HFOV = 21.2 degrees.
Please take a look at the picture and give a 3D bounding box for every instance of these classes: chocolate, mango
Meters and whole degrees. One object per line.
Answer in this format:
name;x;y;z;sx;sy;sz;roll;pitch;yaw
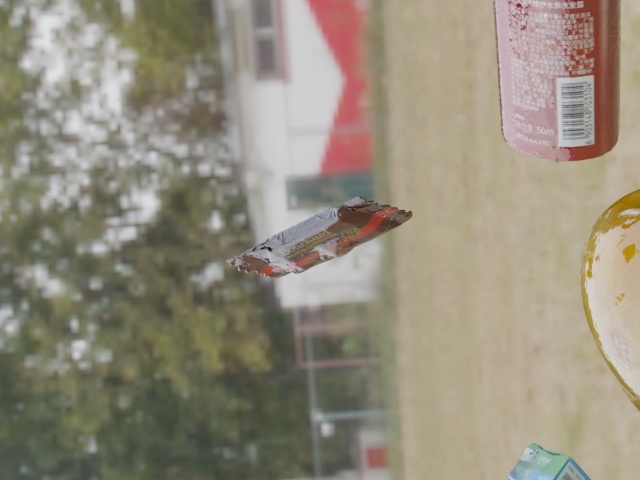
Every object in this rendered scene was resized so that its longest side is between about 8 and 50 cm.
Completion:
chocolate;0.000;0.000;1.609;0.086;0.182;0.028;18;-121;-46
mango;0.271;0.054;1.299;0.254;0.139;0.175;66;-164;-64

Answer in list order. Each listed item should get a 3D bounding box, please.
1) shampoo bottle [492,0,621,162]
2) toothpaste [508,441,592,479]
shampoo bottle;0.216;-0.202;1.562;0.314;0.118;0.076;78;-151;-48
toothpaste;0.300;0.317;1.820;0.266;0.050;0.065;48;161;-29
